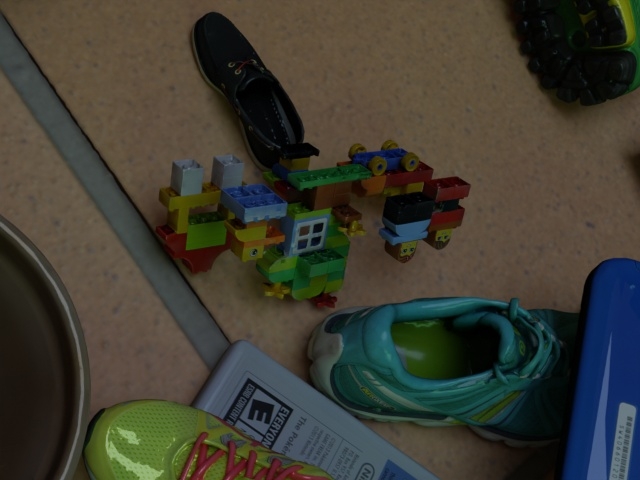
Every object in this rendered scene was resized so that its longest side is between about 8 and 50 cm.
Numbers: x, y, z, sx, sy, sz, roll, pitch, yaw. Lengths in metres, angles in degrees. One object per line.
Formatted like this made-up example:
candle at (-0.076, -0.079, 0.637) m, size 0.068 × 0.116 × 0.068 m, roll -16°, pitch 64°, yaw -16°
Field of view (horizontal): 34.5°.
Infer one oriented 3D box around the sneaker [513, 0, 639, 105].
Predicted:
sneaker at (0.220, -0.291, 0.926) m, size 0.146 × 0.134 × 0.343 m, roll -19°, pitch 88°, yaw -36°

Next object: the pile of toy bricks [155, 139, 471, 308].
pile of toy bricks at (0.000, 0.000, 0.721) m, size 0.212 × 0.105 × 0.118 m, roll -10°, pitch 32°, yaw -34°

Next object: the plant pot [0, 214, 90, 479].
plant pot at (-0.252, 0.089, 0.555) m, size 0.237 × 0.110 × 0.237 m, roll 9°, pitch 66°, yaw -22°

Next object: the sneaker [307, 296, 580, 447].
sneaker at (0.129, 0.089, 0.733) m, size 0.275 × 0.110 × 0.107 m, roll 3°, pitch 70°, yaw -24°

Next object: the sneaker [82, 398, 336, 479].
sneaker at (-0.038, 0.148, 0.600) m, size 0.208 × 0.094 × 0.081 m, roll 29°, pitch 62°, yaw -12°

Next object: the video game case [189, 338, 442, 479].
video game case at (-0.014, 0.275, 0.639) m, size 0.300 × 0.036 × 0.329 m, roll 37°, pitch 59°, yaw -8°

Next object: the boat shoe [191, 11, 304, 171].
boat shoe at (-0.052, -0.117, 0.768) m, size 0.049 × 0.042 × 0.133 m, roll -23°, pitch 80°, yaw -29°

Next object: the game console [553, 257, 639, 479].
game console at (0.261, 0.198, 0.742) m, size 0.250 × 0.173 × 0.293 m, roll 18°, pitch 65°, yaw -5°
